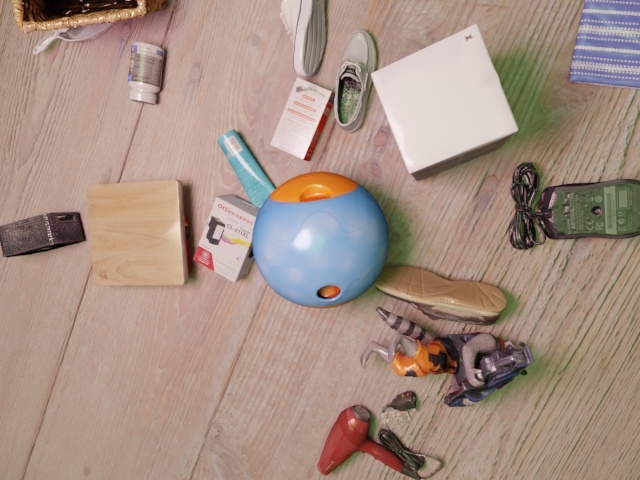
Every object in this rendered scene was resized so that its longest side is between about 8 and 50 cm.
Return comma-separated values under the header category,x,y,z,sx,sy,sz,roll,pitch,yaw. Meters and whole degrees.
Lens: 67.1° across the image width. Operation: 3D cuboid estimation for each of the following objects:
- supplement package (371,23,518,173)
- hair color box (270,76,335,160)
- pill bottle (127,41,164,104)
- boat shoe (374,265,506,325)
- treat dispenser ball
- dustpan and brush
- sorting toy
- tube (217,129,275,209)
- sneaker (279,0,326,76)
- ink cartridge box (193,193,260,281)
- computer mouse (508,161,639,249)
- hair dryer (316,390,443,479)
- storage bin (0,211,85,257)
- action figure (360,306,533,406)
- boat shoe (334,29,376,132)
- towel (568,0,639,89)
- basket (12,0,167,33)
category,x,y,z,sx,sy,sz,roll,pitch,yaw
supplement package,0.240,-0.250,0.955,0.198,0.262,0.199,-21,89,14
hair color box,-0.040,-0.281,1.131,0.093,0.053,0.167,26,102,12
pill bottle,-0.437,-0.414,1.204,0.078,0.078,0.137,11,97,13
boat shoe,0.256,0.130,1.070,0.285,0.103,0.092,10,129,13
treat dispenser ball,0.000,0.000,1.023,0.288,0.288,0.288,1,95,14
dustpan and brush,-0.661,-0.553,1.257,0.211,0.060,0.147,-39,85,14
sorting toy,-0.450,-0.019,1.235,0.257,0.089,0.256,-1,94,14
tube,-0.176,-0.168,1.178,0.080,0.052,0.207,-29,93,27
sneaker,-0.044,-0.503,1.105,0.091,0.094,0.258,6,92,32
ink cartridge box,-0.216,-0.008,1.178,0.127,0.072,0.175,27,107,11
computer mouse,0.540,-0.071,1.002,0.272,0.072,0.189,3,97,26
hair dryer,0.121,0.495,1.142,0.293,0.080,0.224,-19,91,15
storage bin,-0.744,-0.016,1.290,0.180,0.122,0.084,-14,91,15
action figure,0.283,0.224,0.994,0.330,0.341,0.179,8,57,-10
boat shoe,0.076,-0.360,1.080,0.079,0.081,0.228,9,97,13
towel,0.654,-0.472,0.951,0.243,0.040,0.336,11,97,14
basket,-0.530,-0.607,1.083,0.299,0.223,0.213,-5,121,3
